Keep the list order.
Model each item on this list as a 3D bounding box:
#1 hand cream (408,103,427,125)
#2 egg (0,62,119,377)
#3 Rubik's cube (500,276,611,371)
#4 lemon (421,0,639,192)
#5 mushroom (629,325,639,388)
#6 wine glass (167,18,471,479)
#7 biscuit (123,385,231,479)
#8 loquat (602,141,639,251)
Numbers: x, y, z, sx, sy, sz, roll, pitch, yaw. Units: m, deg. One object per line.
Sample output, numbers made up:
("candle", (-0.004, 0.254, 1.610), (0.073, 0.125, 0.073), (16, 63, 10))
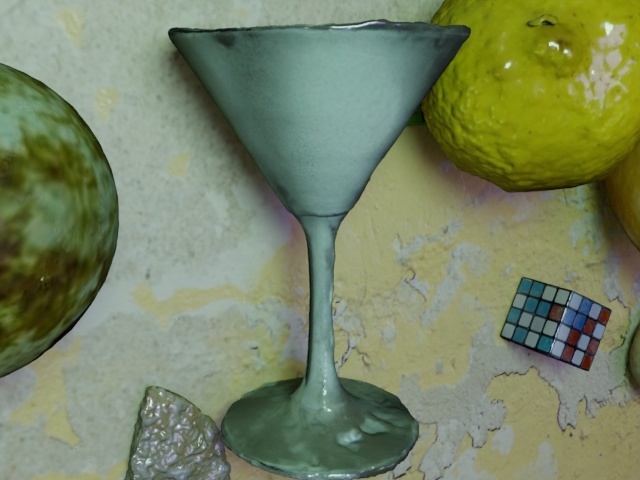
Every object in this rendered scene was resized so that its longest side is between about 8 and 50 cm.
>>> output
("hand cream", (0.095, -0.147, 0.840), (0.121, 0.023, 0.036), (-11, 101, -32))
("egg", (-0.288, 0.000, 0.519), (0.289, 0.238, 0.238), (-41, 118, 3))
("Rubik's cube", (0.321, 0.114, 0.979), (0.092, 0.092, 0.092), (23, 87, -31))
("lemon", (0.240, -0.182, 0.779), (0.322, 0.268, 0.268), (1, 101, -70))
("mushroom", (0.563, 0.184, 1.116), (0.166, 0.127, 0.166), (-6, 104, -23))
("wine glass", (0.000, 0.000, 0.690), (0.267, 0.267, 0.406), (-10, 109, -29))
("biscuit", (-0.158, 0.282, 0.763), (0.133, 0.032, 0.250), (15, 90, -33))
("loquat", (0.532, -0.109, 0.918), (0.328, 0.328, 0.360), (-41, 143, -18))
